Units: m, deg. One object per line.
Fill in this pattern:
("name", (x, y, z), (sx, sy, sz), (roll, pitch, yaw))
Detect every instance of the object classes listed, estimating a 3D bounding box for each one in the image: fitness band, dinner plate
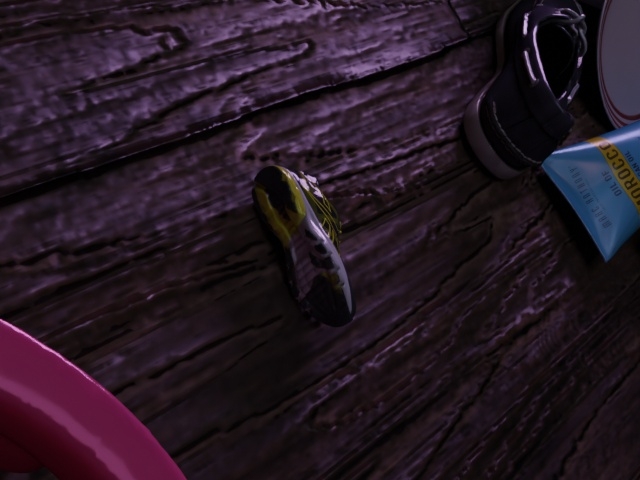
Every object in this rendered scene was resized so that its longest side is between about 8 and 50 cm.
("fitness band", (-0.148, 0.099, 0.306), (0.291, 0.054, 0.209), (27, 46, -25))
("dinner plate", (0.236, -0.144, 0.888), (0.141, 0.017, 0.141), (-9, 102, -46))

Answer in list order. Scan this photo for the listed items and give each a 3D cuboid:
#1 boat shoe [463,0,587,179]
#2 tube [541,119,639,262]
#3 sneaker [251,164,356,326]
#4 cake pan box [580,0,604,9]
("boat shoe", (0.152, -0.114, 0.778), (0.075, 0.065, 0.206), (47, 40, -14))
("tube", (0.222, -0.051, 0.833), (0.207, 0.052, 0.080), (-26, 77, -45))
("sneaker", (0.000, 0.000, 0.566), (0.035, 0.031, 0.083), (-12, 75, -51))
("cake pan box", (0.208, -0.301, 0.962), (0.267, 0.070, 0.246), (5, 60, -46))
